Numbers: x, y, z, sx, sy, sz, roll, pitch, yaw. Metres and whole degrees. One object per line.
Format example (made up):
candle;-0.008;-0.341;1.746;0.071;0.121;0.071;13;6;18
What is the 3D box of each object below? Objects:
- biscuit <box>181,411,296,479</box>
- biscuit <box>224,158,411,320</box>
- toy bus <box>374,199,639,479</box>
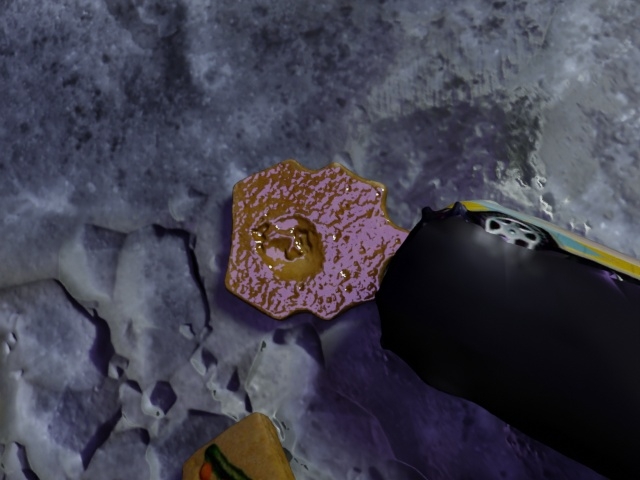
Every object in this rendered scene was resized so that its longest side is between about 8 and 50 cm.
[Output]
biscuit;-0.108;0.325;0.657;0.278;0.043;0.301;-1;72;37
biscuit;0.001;0.000;0.715;0.215;0.034;0.182;2;83;14
toy bus;0.246;0.094;0.558;0.386;0.162;0.171;25;107;19
